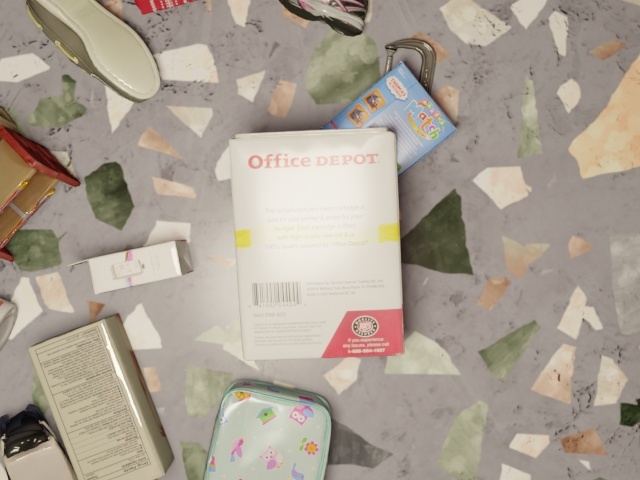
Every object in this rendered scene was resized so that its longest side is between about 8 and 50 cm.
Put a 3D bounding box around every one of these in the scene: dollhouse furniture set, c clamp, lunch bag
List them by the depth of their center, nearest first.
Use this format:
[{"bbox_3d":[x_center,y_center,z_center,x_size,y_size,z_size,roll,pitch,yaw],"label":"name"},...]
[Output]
[{"bbox_3d":[-0.093,0.404,1.560,0.224,0.108,0.279,11,93,-5],"label":"lunch bag"},{"bbox_3d":[-0.643,-0.166,1.565,0.201,0.152,0.374,-46,73,2],"label":"dollhouse furniture set"},{"bbox_3d":[0.140,-0.296,1.586,0.137,0.022,0.160,15,92,1],"label":"c clamp"}]

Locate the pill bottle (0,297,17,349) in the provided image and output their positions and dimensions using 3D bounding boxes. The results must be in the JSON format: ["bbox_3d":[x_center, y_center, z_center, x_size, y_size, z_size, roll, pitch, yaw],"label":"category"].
[{"bbox_3d":[-0.663,0.128,1.568,0.193,0.108,0.108,23,91,1],"label":"pill bottle"}]

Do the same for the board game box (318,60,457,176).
[{"bbox_3d":[0.115,-0.195,1.567,0.211,0.039,0.160,-39,92,9],"label":"board game box"}]

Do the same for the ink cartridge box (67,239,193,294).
[{"bbox_3d":[-0.341,0.050,1.556,0.198,0.115,0.067,-11,91,2],"label":"ink cartridge box"}]

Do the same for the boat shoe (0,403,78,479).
[{"bbox_3d":[-0.488,0.454,1.575,0.127,0.158,0.340,-19,118,-20],"label":"boat shoe"}]

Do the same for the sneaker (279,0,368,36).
[{"bbox_3d":[0.005,-0.440,1.573,0.178,0.072,0.077,24,79,-7],"label":"sneaker"}]

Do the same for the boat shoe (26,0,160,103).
[{"bbox_3d":[-0.413,-0.360,1.564,0.305,0.091,0.109,46,55,-2],"label":"boat shoe"}]

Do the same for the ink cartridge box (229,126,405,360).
[{"bbox_3d":[0.000,0.000,1.503,0.279,0.160,0.384,-2,98,4],"label":"ink cartridge box"}]

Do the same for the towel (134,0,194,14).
[{"bbox_3d":[-0.230,-0.523,1.523,0.275,0.031,0.199,-12,125,9],"label":"towel"}]

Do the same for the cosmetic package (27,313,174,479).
[{"bbox_3d":[-0.390,0.297,1.555,0.153,0.129,0.296,-20,90,0],"label":"cosmetic package"}]
